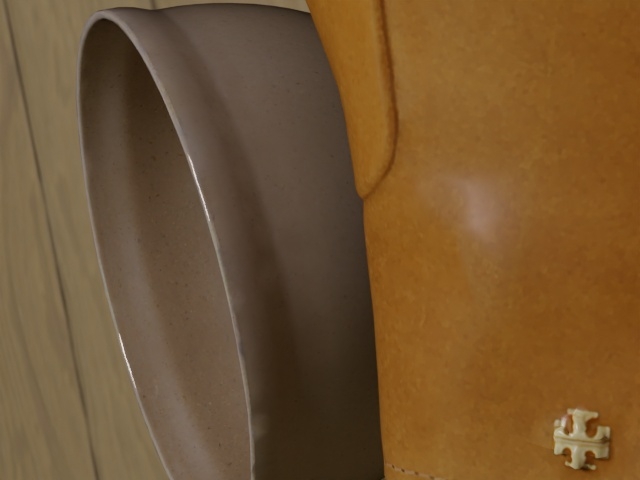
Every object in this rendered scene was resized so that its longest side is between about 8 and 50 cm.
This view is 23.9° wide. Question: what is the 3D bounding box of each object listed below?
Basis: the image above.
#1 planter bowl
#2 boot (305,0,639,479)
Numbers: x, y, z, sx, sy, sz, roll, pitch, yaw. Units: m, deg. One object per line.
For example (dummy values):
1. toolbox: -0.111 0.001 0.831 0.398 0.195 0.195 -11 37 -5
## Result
1. planter bowl: 0.000 0.000 0.459 0.162 0.109 0.162 165 90 -72
2. boot: 0.024 -0.046 0.340 0.295 0.104 0.211 11 97 15
